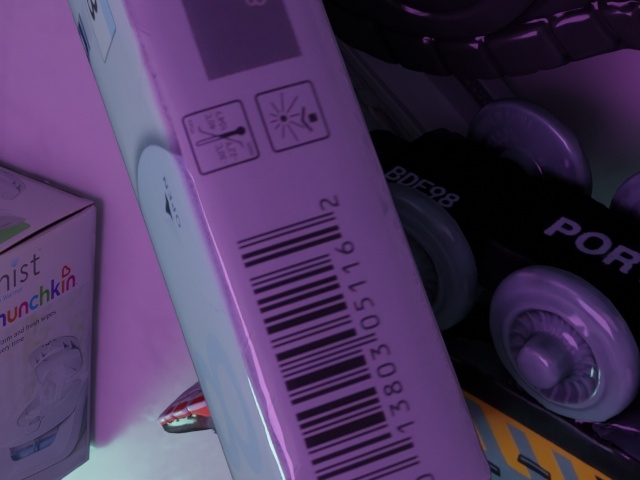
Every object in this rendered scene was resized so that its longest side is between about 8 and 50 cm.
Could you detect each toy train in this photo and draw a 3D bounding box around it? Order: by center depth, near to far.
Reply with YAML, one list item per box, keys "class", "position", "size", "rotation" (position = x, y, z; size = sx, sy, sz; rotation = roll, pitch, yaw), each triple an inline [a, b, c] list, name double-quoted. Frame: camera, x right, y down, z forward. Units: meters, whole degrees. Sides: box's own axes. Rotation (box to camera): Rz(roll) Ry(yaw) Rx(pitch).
- class: "toy train"
  position: [0.139, 0.066, 0.682]
  size: [0.334, 0.142, 0.190]
  rotation: [28, 137, 31]

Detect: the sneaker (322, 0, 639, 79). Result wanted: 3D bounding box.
- class: "sneaker"
  position: [0.118, -0.154, 0.675]
  size: [0.341, 0.139, 0.125]
  rotation: [13, 146, 14]

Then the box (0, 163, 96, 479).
- class: "box"
  position: [-0.304, 0.049, 1.068]
  size: [0.262, 0.127, 0.231]
  rotation: [22, 123, 24]

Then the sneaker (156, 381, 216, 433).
- class: "sneaker"
  position: [-0.045, 0.120, 0.975]
  size: [0.158, 0.061, 0.065]
  rotation: [-19, 106, 37]

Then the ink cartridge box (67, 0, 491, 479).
- class: "ink cartridge box"
  position: [-0.061, 0.001, 0.748]
  size: [0.385, 0.091, 0.308]
  rotation: [143, 108, -72]

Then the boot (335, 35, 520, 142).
- class: "boot"
  position: [0.024, -0.083, 0.809]
  size: [0.123, 0.095, 0.258]
  rotation: [-32, 98, 39]
